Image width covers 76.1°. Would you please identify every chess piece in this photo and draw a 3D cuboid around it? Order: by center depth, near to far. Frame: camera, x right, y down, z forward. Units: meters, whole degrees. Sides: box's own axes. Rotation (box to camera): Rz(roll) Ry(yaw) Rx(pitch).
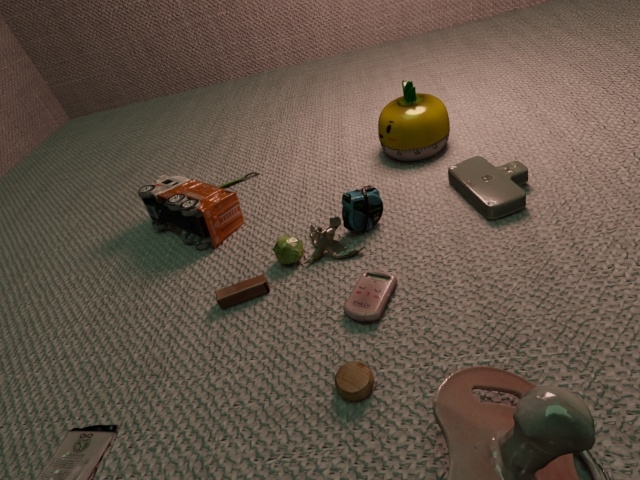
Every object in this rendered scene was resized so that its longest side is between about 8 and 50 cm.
[{"bbox_3d":[0.071,0.298,0.869,0.084,0.038,0.083,-12,37,9],"label":"chess piece"}]

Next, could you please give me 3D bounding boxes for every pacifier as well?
[{"bbox_3d":[0.299,0.326,0.615,0.221,0.273,0.332,-20,35,23],"label":"pacifier"}]

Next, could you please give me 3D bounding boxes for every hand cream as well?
[{"bbox_3d":[-0.544,0.524,0.818,0.121,0.076,0.336,-2,34,11],"label":"hand cream"}]

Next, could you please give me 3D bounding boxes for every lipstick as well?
[{"bbox_3d":[-0.219,0.144,1.156,0.146,0.045,0.045,-20,40,-4],"label":"lipstick"}]

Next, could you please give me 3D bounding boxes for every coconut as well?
[{"bbox_3d":[-0.099,0.028,1.223,0.096,0.087,0.087,-2,41,11],"label":"coconut"}]

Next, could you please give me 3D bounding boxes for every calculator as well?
[{"bbox_3d":[0.129,0.137,1.044,0.100,0.032,0.175,9,45,30],"label":"calculator"}]

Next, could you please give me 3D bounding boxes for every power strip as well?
[{"bbox_3d":[0.532,-0.178,1.248,0.194,0.059,0.265,-22,39,1],"label":"power strip"}]

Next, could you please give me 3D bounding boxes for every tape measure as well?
[{"bbox_3d":[0.129,-0.094,1.242,0.125,0.146,0.081,-17,34,-27],"label":"tape measure"}]

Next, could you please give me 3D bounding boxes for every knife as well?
[{"bbox_3d":[-0.338,-0.253,1.697,0.184,0.022,0.026,-24,69,-10],"label":"knife"}]

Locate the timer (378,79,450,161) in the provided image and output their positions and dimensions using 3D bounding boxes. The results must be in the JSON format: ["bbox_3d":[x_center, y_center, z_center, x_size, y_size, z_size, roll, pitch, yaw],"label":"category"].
[{"bbox_3d":[0.334,-0.455,1.490,0.285,0.285,0.285,-10,39,9],"label":"timer"}]

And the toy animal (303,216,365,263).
[{"bbox_3d":[0.000,0.000,1.209,0.155,0.095,0.219,-33,40,-25],"label":"toy animal"}]

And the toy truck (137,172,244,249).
[{"bbox_3d":[-0.467,-0.122,1.476,0.388,0.173,0.207,19,45,33],"label":"toy truck"}]
